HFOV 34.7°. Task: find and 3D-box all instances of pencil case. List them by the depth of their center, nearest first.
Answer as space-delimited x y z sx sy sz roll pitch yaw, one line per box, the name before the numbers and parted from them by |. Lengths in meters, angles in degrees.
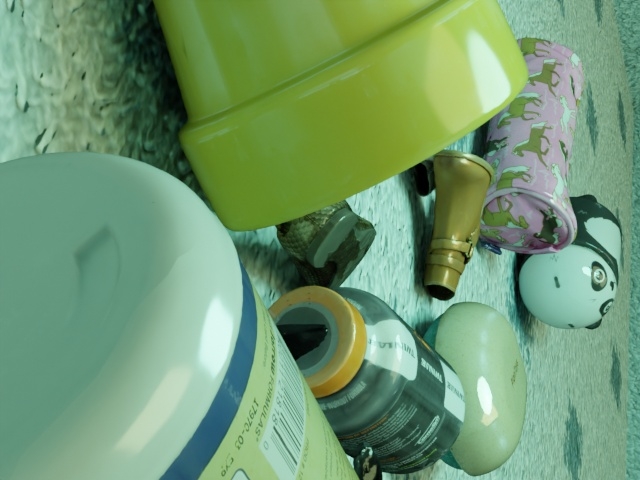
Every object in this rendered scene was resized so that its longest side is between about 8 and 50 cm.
pencil case | 0.336 -0.154 1.624 0.167 0.160 0.386 110 -4 -51

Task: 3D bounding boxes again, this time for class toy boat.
toy boat | 0.178 0.241 1.232 0.267 0.148 0.318 -33 109 -69

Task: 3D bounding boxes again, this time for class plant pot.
plant pot | -0.014 -0.168 0.739 0.239 0.254 0.254 62 29 -12

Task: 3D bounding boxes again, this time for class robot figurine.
robot figurine | 0.448 0.032 1.817 0.173 0.209 0.278 -61 -178 40

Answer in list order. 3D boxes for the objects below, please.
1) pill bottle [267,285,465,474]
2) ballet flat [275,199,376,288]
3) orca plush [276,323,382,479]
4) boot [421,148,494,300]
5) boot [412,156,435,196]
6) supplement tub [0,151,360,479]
pill bottle | 0.034 0.121 0.903 0.246 0.131 0.130 44 46 -57
ballet flat | 0.000 0.000 0.887 0.084 0.058 0.250 -53 169 -3
orca plush | 0.007 0.197 0.764 0.151 0.102 0.287 -15 116 -30
boot | 0.163 -0.016 1.266 0.197 0.073 0.152 53 53 -62
boot | 0.146 -0.086 1.324 0.087 0.042 0.118 -62 140 -42
supplement tub | -0.093 0.141 0.479 0.228 0.228 0.316 -71 147 -43
